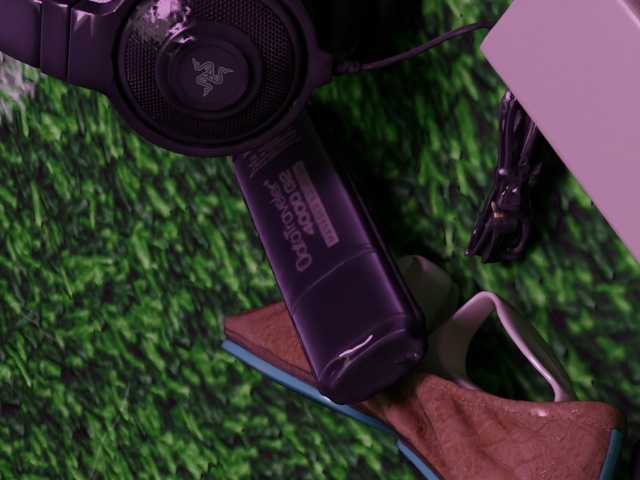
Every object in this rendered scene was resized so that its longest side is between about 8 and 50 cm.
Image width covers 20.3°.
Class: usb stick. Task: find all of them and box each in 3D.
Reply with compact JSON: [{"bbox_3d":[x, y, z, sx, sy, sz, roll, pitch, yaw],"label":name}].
[{"bbox_3d":[0.000,0.000,1.138,0.077,0.045,0.278,-38,36,10],"label":"usb stick"}]

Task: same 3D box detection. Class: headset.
[{"bbox_3d":[-0.039,-0.118,1.130,0.394,0.243,0.185,18,121,19],"label":"headset"}]

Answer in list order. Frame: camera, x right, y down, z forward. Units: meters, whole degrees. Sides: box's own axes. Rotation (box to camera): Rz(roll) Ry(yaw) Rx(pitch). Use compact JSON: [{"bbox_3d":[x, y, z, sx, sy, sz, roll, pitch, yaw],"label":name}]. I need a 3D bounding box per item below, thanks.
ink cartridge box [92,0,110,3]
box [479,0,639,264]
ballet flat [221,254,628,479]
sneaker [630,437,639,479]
[{"bbox_3d":[-0.090,-0.217,1.306,0.232,0.066,0.189,37,122,14],"label":"ink cartridge box"},{"bbox_3d":[0.212,-0.038,0.942,0.094,0.113,0.275,-53,59,35],"label":"box"},{"bbox_3d":[0.067,0.081,1.107,0.342,0.116,0.124,29,91,52],"label":"ballet flat"},{"bbox_3d":[0.182,0.200,1.027,0.078,0.067,0.188,13,106,39],"label":"sneaker"}]
